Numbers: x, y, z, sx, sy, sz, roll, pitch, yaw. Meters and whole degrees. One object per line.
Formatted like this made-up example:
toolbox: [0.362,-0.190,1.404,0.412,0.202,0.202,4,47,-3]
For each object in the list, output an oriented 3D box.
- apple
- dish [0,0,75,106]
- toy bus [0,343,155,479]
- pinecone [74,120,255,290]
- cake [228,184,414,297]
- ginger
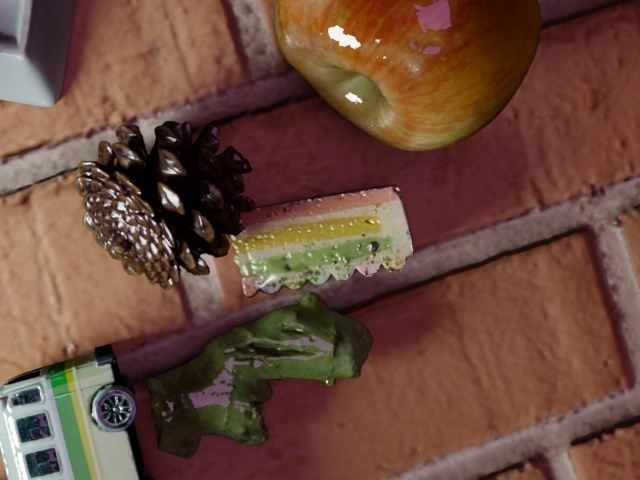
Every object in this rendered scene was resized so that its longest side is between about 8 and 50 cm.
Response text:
apple: [0.114,-0.256,1.271,0.302,0.301,0.301,0,91,-11]
dish: [-0.410,-0.261,1.270,0.243,0.080,0.181,8,90,-10]
toy bus: [-0.273,0.272,1.280,0.165,0.133,0.276,-13,92,-11]
pinecone: [-0.171,-0.050,1.273,0.208,0.208,0.207,0,91,-11]
cake: [0.003,-0.003,1.375,0.225,0.090,0.109,-10,96,8]
ginger: [-0.076,0.165,1.342,0.290,0.089,0.137,-33,79,-13]
